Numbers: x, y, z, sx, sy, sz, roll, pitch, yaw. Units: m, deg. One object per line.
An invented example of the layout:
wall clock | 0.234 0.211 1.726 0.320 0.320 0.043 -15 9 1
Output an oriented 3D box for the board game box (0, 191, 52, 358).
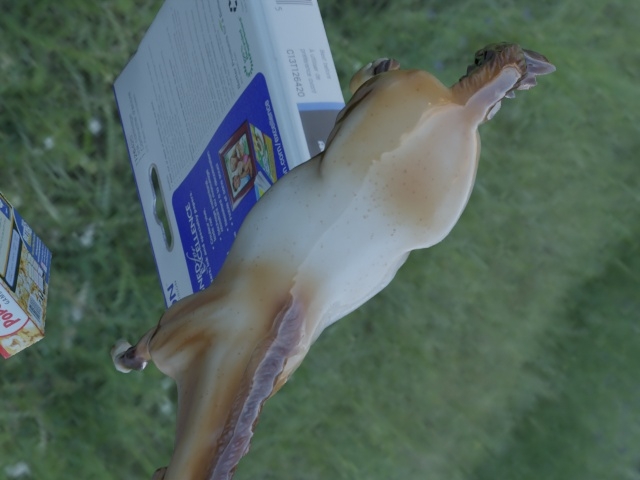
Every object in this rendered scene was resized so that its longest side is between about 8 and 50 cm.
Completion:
board game box | -0.312 -0.012 1.179 0.045 0.147 0.193 -29 119 8

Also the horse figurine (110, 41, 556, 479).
horse figurine | 0.000 0.000 0.539 0.263 0.066 0.174 -46 -168 -5

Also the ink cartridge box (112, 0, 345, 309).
ink cartridge box | -0.074 -0.077 1.127 0.072 0.304 0.307 -7 161 -26
